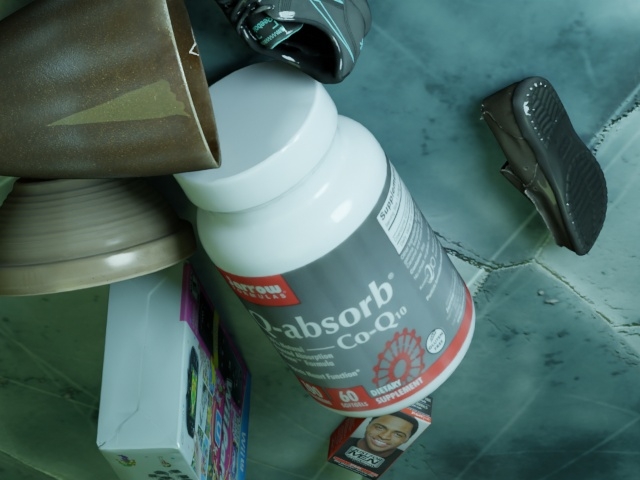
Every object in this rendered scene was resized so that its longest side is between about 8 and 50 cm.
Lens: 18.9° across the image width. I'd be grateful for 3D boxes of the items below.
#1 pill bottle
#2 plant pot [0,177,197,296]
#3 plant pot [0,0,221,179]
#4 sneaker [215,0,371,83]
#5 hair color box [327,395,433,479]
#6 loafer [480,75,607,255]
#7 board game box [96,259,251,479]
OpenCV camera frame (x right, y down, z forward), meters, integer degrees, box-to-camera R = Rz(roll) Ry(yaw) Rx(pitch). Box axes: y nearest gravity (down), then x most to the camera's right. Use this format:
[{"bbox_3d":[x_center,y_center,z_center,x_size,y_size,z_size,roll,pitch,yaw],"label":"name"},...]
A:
[{"bbox_3d":[0.000,0.000,1.982,0.210,0.210,0.363,-15,132,23],"label":"pill bottle"},{"bbox_3d":[-0.257,-0.020,2.031,0.237,0.237,0.109,-7,101,16],"label":"plant pot"},{"bbox_3d":[-0.231,-0.142,1.784,0.230,0.215,0.215,-15,134,2],"label":"plant pot"},{"bbox_3d":[-0.059,-0.248,1.807,0.267,0.106,0.101,33,133,-23],"label":"sneaker"},{"bbox_3d":[0.072,0.230,2.335,0.072,0.043,0.141,23,134,-14],"label":"hair color box"},{"bbox_3d":[0.229,-0.078,1.973,0.078,0.080,0.220,3,132,40],"label":"loafer"},{"bbox_3d":[-0.159,0.188,2.146,0.097,0.224,0.303,-3,152,9],"label":"board game box"}]
